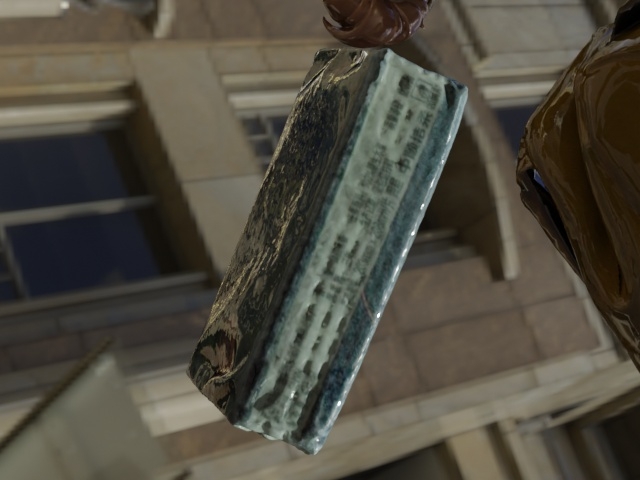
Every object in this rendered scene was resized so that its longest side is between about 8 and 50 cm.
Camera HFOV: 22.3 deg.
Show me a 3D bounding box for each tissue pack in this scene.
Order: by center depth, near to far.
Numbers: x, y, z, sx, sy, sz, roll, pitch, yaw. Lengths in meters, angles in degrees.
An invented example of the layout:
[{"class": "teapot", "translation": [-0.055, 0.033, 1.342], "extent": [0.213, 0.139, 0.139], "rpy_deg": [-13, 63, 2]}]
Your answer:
[{"class": "tissue pack", "translation": [0.000, 0.000, 1.331], "extent": [0.315, 0.103, 0.228], "rpy_deg": [-68, -164, 0]}]

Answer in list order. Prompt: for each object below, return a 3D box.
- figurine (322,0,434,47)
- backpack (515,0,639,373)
[{"class": "figurine", "translation": [0.060, -0.208, 1.152], "extent": [0.126, 0.114, 0.157], "rpy_deg": [26, -75, -10]}, {"class": "backpack", "translation": [0.322, -0.001, 1.045], "extent": [0.378, 0.353, 0.201], "rpy_deg": [61, -36, 9]}]
